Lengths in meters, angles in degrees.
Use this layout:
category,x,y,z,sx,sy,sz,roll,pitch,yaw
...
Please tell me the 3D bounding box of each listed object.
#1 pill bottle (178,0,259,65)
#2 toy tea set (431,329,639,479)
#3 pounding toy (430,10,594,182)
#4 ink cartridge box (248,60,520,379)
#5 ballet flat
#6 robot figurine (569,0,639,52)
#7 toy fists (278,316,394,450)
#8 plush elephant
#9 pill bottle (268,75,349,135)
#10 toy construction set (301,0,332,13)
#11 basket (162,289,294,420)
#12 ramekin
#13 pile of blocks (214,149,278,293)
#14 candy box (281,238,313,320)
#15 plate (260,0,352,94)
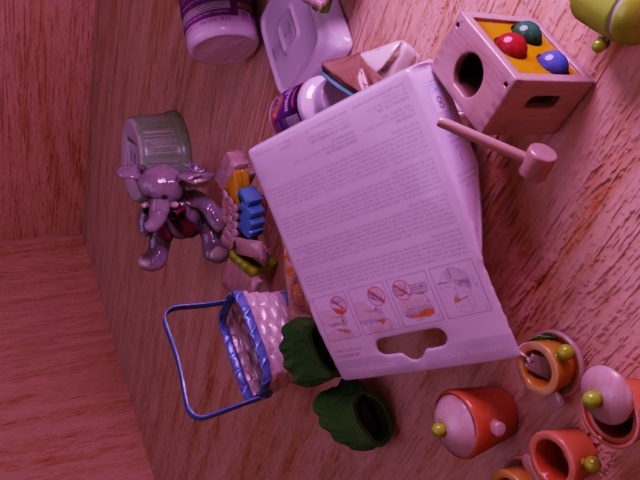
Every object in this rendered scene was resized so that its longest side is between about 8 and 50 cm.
category,x,y,z,sx,sy,sz,roll,pitch,yaw
pill bottle,-0.244,-0.573,1.527,0.169,0.169,0.302,-26,73,60
toy tea set,0.254,0.231,0.834,0.200,0.124,0.336,64,146,32
pounding toy,0.219,-0.169,0.759,0.206,0.181,0.094,64,145,32
ink cartridge box,0.091,-0.008,0.935,0.308,0.091,0.385,-18,97,41
ballet flat,0.125,-0.226,1.011,0.124,0.116,0.342,-57,44,20
robot figurine,0.310,-0.248,0.697,0.115,0.067,0.101,55,132,41
toy fists,0.023,0.262,1.224,0.142,0.096,0.279,-26,98,52
plush elephant,-0.401,-0.095,1.787,0.255,0.271,0.330,37,-125,-68
pill bottle,-0.010,-0.243,1.233,0.193,0.108,0.108,-3,93,61
toy construction set,-0.026,-0.535,1.130,0.237,0.257,0.309,99,170,-49
basket,-0.172,0.237,1.433,0.201,0.289,0.255,-55,47,50
ramekin,-0.530,-0.260,2.124,0.303,0.148,0.303,19,112,59
pile of blocks,-0.151,-0.030,1.548,0.149,0.112,0.362,14,112,40
candy box,0.000,0.000,1.284,0.183,0.087,0.316,-7,90,59
plate,-0.049,-0.418,1.334,0.278,0.045,0.277,-43,59,56
